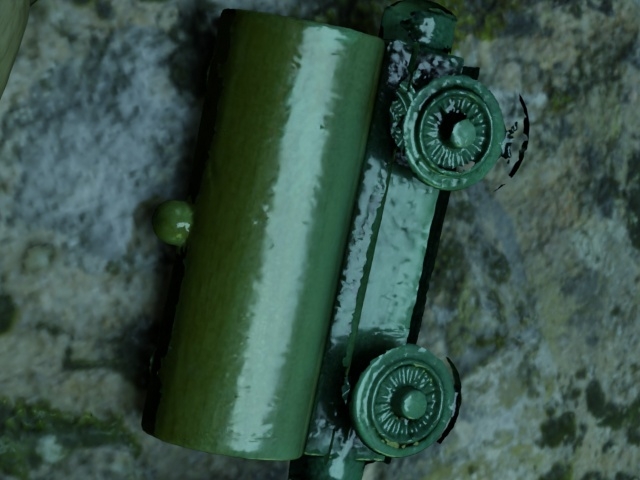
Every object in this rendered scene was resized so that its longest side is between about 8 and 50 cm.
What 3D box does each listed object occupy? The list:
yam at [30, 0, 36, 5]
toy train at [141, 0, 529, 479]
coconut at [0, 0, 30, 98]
[{"bbox_3d":[-0.218,-0.067,0.726,0.234,0.027,0.029,-48,147,-16],"label":"yam"},{"bbox_3d":[0.002,0.001,0.825,0.189,0.126,0.307,9,94,-34],"label":"toy train"},{"bbox_3d":[-0.233,-0.101,0.608,0.224,0.224,0.224,-7,103,-33],"label":"coconut"}]
